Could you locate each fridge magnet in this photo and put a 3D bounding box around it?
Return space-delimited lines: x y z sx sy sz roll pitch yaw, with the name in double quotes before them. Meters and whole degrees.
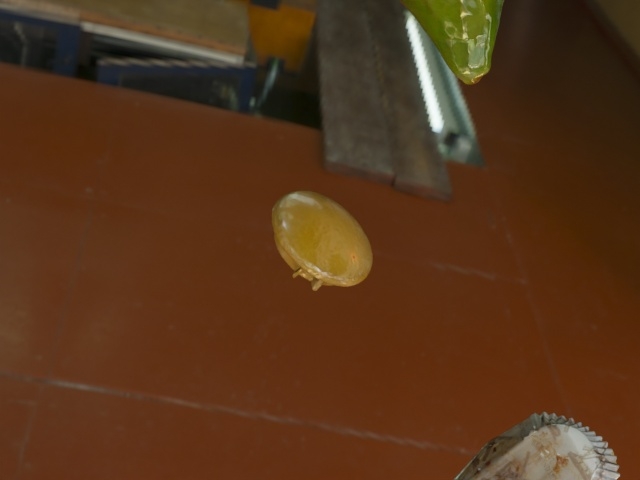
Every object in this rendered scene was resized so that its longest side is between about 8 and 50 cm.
"fridge magnet" 0.000 0.000 1.452 0.143 0.063 0.143 26 37 -21

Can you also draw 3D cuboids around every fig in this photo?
"fig" 0.142 -0.307 1.296 0.206 0.275 0.206 -2 -4 0

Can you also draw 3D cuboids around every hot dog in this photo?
"hot dog" 0.201 0.285 1.287 0.131 0.252 0.069 57 11 31
